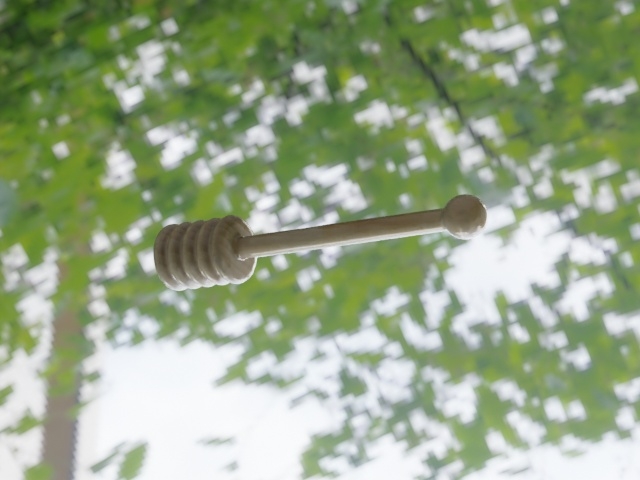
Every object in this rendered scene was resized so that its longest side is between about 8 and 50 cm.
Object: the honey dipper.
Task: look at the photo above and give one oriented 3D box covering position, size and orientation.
[{"bbox_3d":[0.000,0.000,0.782,0.161,0.030,0.030,-6,-147,35],"label":"honey dipper"}]
